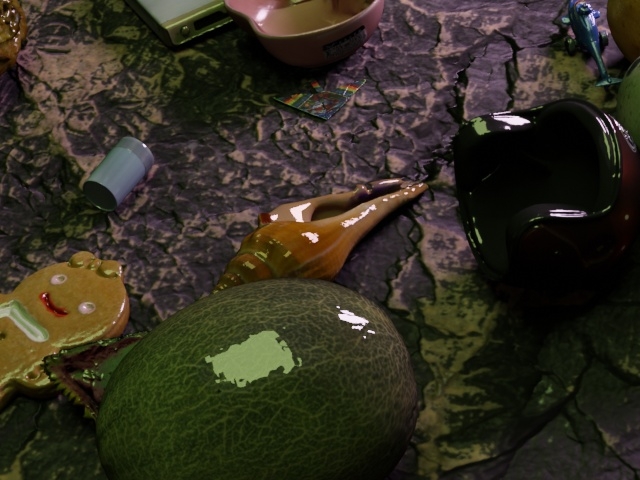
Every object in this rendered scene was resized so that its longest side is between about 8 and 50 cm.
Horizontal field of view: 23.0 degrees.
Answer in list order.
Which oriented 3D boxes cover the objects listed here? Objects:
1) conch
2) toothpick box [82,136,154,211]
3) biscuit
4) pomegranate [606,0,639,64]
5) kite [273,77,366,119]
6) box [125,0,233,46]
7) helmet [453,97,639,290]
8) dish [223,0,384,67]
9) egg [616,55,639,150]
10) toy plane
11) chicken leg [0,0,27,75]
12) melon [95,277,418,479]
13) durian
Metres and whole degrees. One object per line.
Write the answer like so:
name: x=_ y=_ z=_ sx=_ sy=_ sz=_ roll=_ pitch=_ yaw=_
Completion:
conch: x=0.001 y=0.005 z=1.747 sx=0.330 sy=0.093 sz=0.109 roll=-21 pitch=22 yaw=-41
toothpick box: x=-0.244 y=-0.080 z=1.897 sx=0.052 sy=0.052 sz=0.083 roll=16 pitch=50 yaw=25
biscuit: x=-0.316 y=0.098 z=1.736 sx=0.249 sy=0.035 sz=0.184 roll=-31 pitch=47 yaw=-21
pomegranate: x=0.423 y=-0.290 z=1.894 sx=0.196 sy=0.196 sz=0.196 roll=-5 pitch=43 yaw=5
kite: x=0.003 y=-0.180 z=1.989 sx=0.122 sy=0.004 sz=0.090 roll=-15 pitch=43 yaw=-5
box: x=-0.137 y=-0.374 z=2.191 sx=0.270 sy=0.045 sz=0.211 roll=-28 pitch=46 yaw=-17
helmet: x=0.244 y=-0.046 z=1.662 sx=0.216 sy=0.193 sz=0.189 roll=-47 pitch=43 yaw=24
dish: x=-0.012 y=-0.297 z=2.054 sx=0.213 sy=0.090 sz=0.213 roll=-7 pitch=44 yaw=7
egg: x=0.408 y=-0.136 z=1.703 sx=0.177 sy=0.177 sz=0.228 roll=-20 pitch=26 yaw=-10
toy plane: x=0.337 y=-0.247 z=1.958 sx=0.054 sy=0.062 sz=0.167 roll=-11 pitch=53 yaw=-1
chicken leg: x=-0.547 y=-0.312 z=2.140 sx=0.429 sy=0.153 sz=0.201 roll=25 pitch=61 yaw=41
melon: x=-0.061 y=0.159 z=1.475 sx=0.301 sy=0.237 sz=0.237 roll=-18 pitch=44 yaw=-5
durian: x=-0.189 y=0.154 z=1.629 sx=0.186 sy=0.119 sz=0.108 roll=-15 pitch=80 yaw=11
